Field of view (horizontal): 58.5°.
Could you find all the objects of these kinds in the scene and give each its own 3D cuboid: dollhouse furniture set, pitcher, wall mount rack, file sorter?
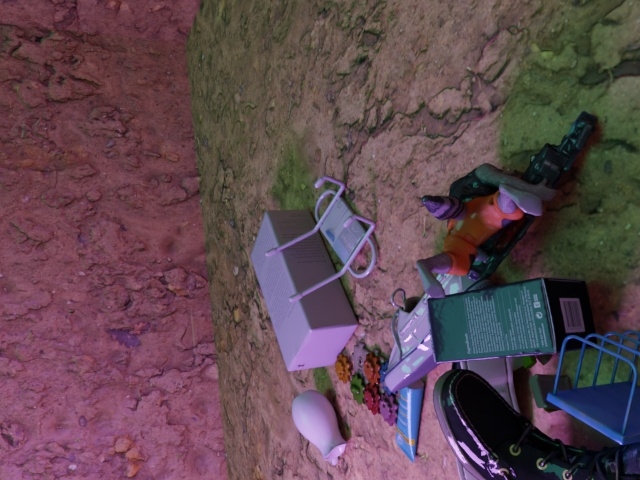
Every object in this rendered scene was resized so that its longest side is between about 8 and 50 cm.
[{"bbox_3d":[0.370,0.225,0.975,0.058,0.076,0.152,127,144,-50],"label":"dollhouse furniture set"},{"bbox_3d":[-0.002,0.577,1.749,0.207,0.125,0.178,53,154,33],"label":"pitcher"},{"bbox_3d":[0.000,0.000,1.591,0.304,0.130,0.350,-57,40,21],"label":"wall mount rack"},{"bbox_3d":[0.418,0.185,0.764,0.118,0.170,0.105,28,114,61],"label":"file sorter"}]

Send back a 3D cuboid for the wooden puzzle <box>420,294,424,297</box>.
[{"bbox_3d":[0.241,0.190,1.310,0.078,0.014,0.116,-131,45,-58],"label":"wooden puzzle"}]

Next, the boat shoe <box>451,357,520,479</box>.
[{"bbox_3d":[0.305,0.314,1.084,0.113,0.127,0.340,-34,-64,-83],"label":"boat shoe"}]

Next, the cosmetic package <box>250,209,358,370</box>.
[{"bbox_3d":[-0.065,0.142,1.767,0.453,0.161,0.230,68,148,35],"label":"cosmetic package"}]

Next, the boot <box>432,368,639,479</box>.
[{"bbox_3d":[0.363,0.323,0.830,0.377,0.138,0.284,55,144,6],"label":"boot"}]

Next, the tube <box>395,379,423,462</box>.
[{"bbox_3d":[0.210,0.424,1.364,0.080,0.052,0.207,-134,42,-61],"label":"tube"}]

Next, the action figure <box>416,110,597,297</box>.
[{"bbox_3d":[0.279,-0.080,0.922,0.178,0.330,0.341,32,113,7],"label":"action figure"}]

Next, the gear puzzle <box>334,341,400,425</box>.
[{"bbox_3d":[0.114,0.372,1.552,0.339,0.044,0.176,-171,79,-64],"label":"gear puzzle"}]

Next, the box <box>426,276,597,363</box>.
[{"bbox_3d":[0.296,0.129,0.899,0.207,0.153,0.108,-17,74,43],"label":"box"}]

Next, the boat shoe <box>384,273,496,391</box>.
[{"bbox_3d":[0.211,0.166,1.199,0.156,0.135,0.367,55,138,29],"label":"boat shoe"}]
